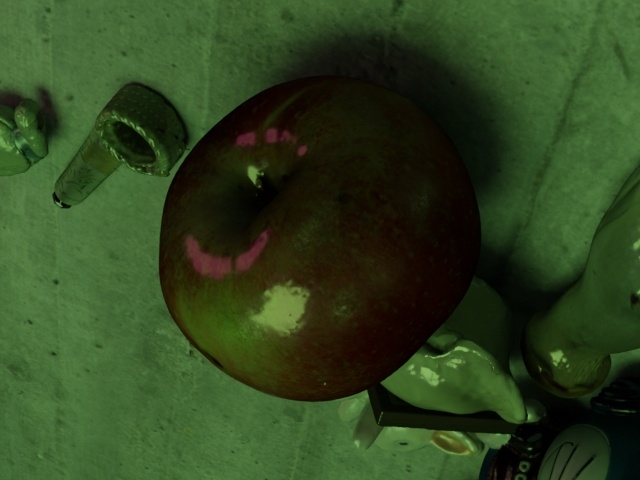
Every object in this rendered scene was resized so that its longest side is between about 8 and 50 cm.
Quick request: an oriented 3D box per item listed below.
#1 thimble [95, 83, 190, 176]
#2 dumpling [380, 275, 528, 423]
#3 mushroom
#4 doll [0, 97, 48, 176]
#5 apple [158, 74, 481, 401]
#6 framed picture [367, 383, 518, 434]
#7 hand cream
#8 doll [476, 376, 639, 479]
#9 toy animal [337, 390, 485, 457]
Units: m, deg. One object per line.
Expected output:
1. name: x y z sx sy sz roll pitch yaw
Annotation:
1. thimble: -0.209 -0.127 1.886 0.110 0.062 0.084 40 142 -11
2. dumpling: 0.154 0.113 1.823 0.227 0.243 0.175 34 124 -27
3. mushroom: 0.318 0.052 1.681 0.159 0.122 0.329 65 147 18
4. doll: -0.406 -0.126 2.025 0.103 0.071 0.214 47 145 -17
5. apple: 0.000 0.000 1.653 0.348 0.348 0.277 -5 149 40
6. framed picture: 0.137 0.173 1.871 0.168 0.128 0.023 6 123 -15
7. hand cream: -0.285 -0.095 2.000 0.067 0.042 0.194 40 139 -8
8. doll: 0.331 0.299 1.849 0.240 0.284 0.310 0 178 -33
9. toy animal: 0.087 0.208 1.989 0.138 0.140 0.282 -38 105 7
